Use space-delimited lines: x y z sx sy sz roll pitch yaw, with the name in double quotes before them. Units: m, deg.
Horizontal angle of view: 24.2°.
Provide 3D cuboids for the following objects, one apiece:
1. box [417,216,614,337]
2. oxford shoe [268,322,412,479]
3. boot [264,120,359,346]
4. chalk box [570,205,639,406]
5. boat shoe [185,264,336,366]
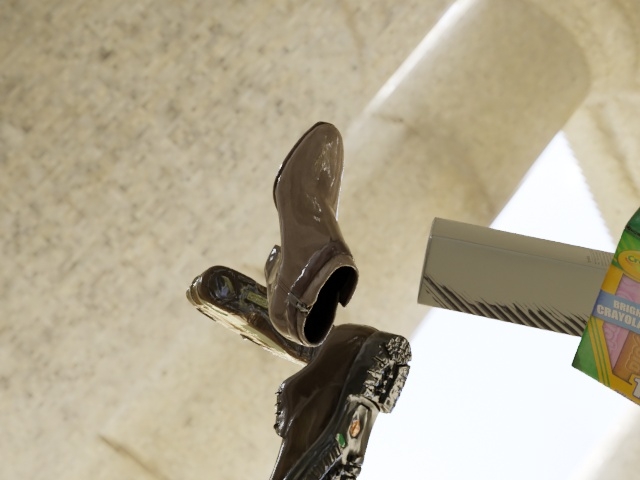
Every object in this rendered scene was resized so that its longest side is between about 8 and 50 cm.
"box" 0.261 0.050 1.833 0.275 0.094 0.113 11 14 5
"oxford shoe" -0.007 0.178 1.370 0.096 0.227 0.083 18 -22 37
"boot" 0.000 0.000 0.855 0.042 0.118 0.087 9 19 -24
"chalk box" 0.292 0.022 1.106 0.132 0.132 0.213 31 -42 19
"boat shoe" -0.061 0.089 1.644 0.190 0.068 0.072 34 -32 -16
